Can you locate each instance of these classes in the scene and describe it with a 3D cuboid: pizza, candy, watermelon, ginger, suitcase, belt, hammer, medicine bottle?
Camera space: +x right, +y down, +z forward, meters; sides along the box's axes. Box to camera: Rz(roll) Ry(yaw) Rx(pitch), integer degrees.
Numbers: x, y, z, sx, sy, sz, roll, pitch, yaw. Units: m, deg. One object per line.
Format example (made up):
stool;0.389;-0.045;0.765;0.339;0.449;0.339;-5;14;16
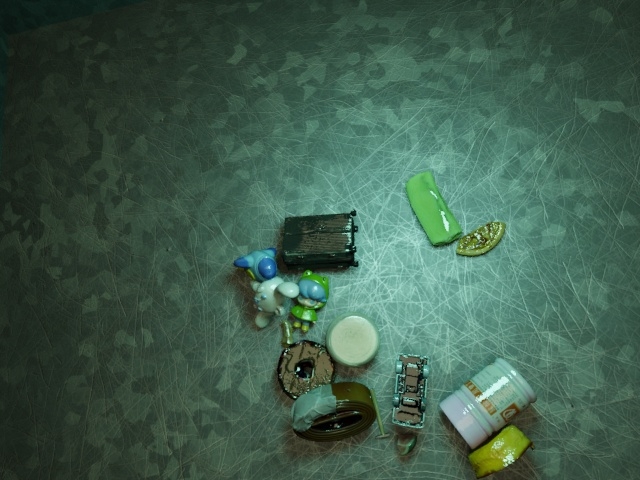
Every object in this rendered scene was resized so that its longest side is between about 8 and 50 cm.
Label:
pizza;0.705;-0.007;1.800;0.247;0.058;0.127;-20;75;2
candy;0.500;-0.142;1.836;0.142;0.132;0.343;-38;67;44
watermelon;0.351;0.816;1.662;0.072;0.084;0.092;34;105;6
ginger;-0.149;0.428;1.855;0.058;0.044;0.136;-9;74;26
suitcase;0.000;0.000;1.835;0.336;0.152;0.229;-3;54;9
belt;0.051;0.697;1.665;0.340;0.122;0.217;-11;115;-1
hammer;0.238;0.730;1.738;0.063;0.013;0.198;-16;76;5
medicine bottle;0.645;0.629;1.596;0.316;0.202;0.202;-38;75;-1

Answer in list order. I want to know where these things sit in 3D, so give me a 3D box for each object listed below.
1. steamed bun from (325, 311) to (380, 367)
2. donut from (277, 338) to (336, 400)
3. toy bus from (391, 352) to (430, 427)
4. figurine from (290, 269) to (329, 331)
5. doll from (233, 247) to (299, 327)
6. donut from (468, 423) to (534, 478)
steamed bun;0.138;0.420;1.753;0.232;0.145;0.231;-1;80;3
donut;-0.060;0.563;1.779;0.270;0.103;0.269;-2;76;7
toy bus;0.365;0.598;1.667;0.133;0.165;0.270;6;79;11
figurine;-0.053;0.269;1.831;0.162;0.143;0.262;20;99;20
doll;-0.256;0.173;1.789;0.376;0.187;0.365;-41;68;31
donut;0.669;0.794;1.536;0.254;0.253;0.118;-38;68;0
